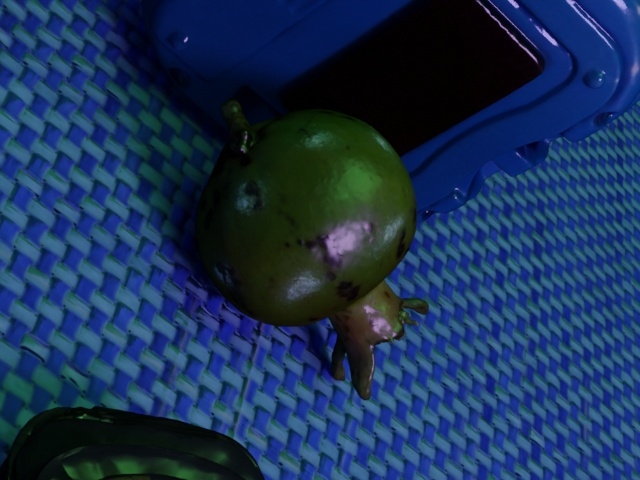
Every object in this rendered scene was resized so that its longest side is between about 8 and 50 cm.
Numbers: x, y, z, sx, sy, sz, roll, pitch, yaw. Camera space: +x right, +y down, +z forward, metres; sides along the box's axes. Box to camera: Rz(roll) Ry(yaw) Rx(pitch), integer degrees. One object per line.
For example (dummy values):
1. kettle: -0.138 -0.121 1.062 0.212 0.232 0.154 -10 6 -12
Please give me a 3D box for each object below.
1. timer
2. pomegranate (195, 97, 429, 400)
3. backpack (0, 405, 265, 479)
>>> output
1. timer: 0.057 -0.157 0.988 0.309 0.340 0.115 38 43 -26
2. pomegranate: -0.001 0.003 0.984 0.220 0.156 0.156 64 21 -48
3. backpack: -0.095 0.194 0.736 0.206 0.133 0.258 18 44 -31
